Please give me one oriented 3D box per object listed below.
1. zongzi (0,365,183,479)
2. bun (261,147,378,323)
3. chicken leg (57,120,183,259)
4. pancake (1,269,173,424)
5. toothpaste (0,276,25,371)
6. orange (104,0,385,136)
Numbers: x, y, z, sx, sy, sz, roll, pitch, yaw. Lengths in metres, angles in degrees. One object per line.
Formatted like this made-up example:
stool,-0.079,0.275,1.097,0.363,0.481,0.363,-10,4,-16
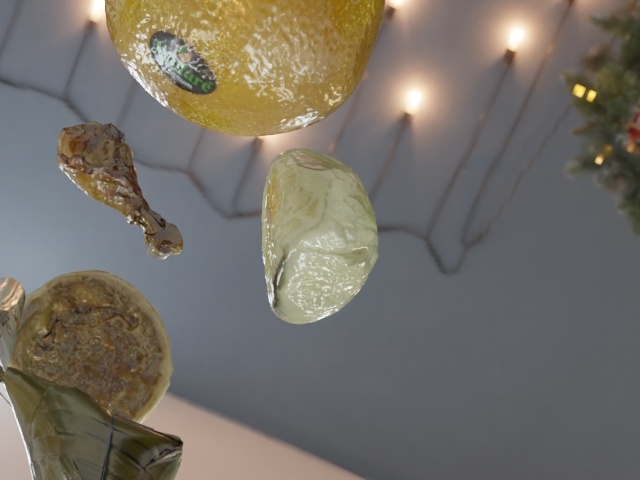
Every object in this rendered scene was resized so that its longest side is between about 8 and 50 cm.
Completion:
zongzi,-0.332,0.271,1.436,0.289,0.123,0.260,29,-154,4
bun,0.000,0.000,1.577,0.153,0.244,0.244,3,-166,-5
chicken leg,-0.296,-0.073,1.789,0.251,0.107,0.087,53,152,-7
pancake,-0.355,0.173,1.853,0.282,0.283,0.049,22,151,-8
toothpaste,-0.393,0.089,1.479,0.058,0.056,0.314,26,-178,-13
orange,-0.062,-0.197,1.011,0.236,0.236,0.236,22,-168,-5
